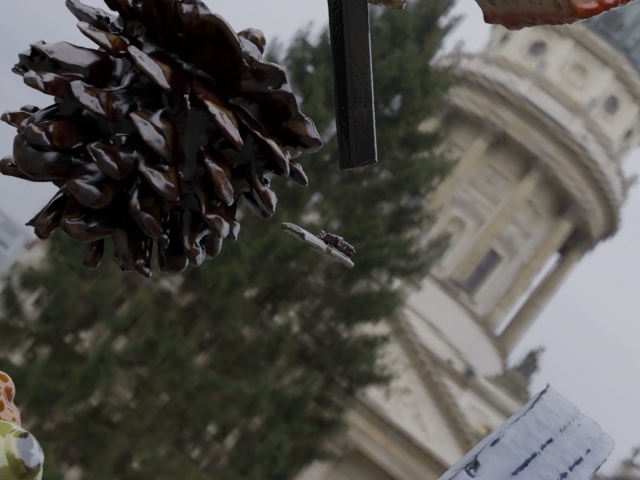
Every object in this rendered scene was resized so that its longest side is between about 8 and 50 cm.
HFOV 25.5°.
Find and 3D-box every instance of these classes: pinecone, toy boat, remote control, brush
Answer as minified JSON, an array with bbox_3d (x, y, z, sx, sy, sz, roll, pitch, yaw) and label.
[{"bbox_3d":[-0.172,-0.105,1.355,0.298,0.296,0.242,44,15,10],"label":"pinecone"},{"bbox_3d":[0.111,0.191,0.973,0.078,0.283,0.127,49,-41,9],"label":"toy boat"},{"bbox_3d":[0.040,-0.207,1.694,0.025,0.063,0.245,5,-75,42],"label":"remote control"},{"bbox_3d":[0.000,0.000,1.989,0.043,0.036,0.248,15,-6,20],"label":"brush"}]

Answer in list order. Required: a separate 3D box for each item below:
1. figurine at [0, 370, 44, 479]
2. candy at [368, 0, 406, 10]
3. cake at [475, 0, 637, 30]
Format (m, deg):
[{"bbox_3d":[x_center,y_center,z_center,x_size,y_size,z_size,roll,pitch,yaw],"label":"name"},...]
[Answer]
[{"bbox_3d":[-0.312,0.240,1.189,0.382,0.225,0.205,33,9,40],"label":"figurine"},{"bbox_3d":[0.083,-0.352,1.801,0.095,0.110,0.085,35,11,23],"label":"candy"},{"bbox_3d":[0.320,-0.453,1.837,0.269,0.270,0.320,18,-46,65],"label":"cake"}]
